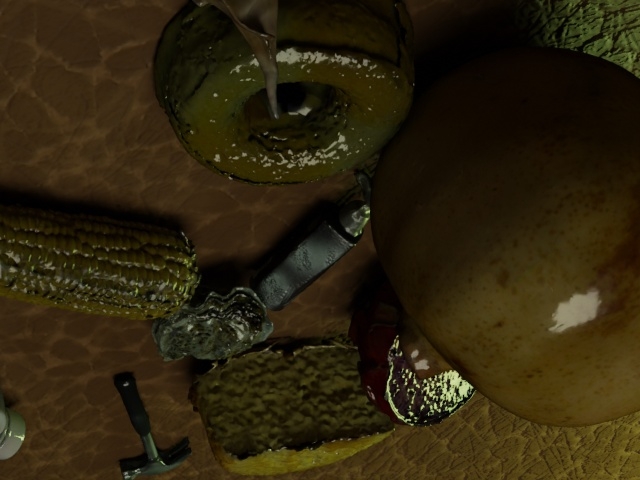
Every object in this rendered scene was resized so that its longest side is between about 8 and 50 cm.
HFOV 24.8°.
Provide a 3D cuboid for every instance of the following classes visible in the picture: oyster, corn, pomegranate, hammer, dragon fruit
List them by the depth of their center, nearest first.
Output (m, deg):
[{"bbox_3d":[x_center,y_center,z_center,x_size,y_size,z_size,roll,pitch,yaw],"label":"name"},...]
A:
[{"bbox_3d":[0.231,0.000,1.515,0.417,0.416,0.416,-12,145,-9],"label":"pomegranate"},{"bbox_3d":[-0.268,0.025,1.572,0.318,0.115,0.115,10,136,-35],"label":"corn"},{"bbox_3d":[-0.139,0.101,1.755,0.177,0.064,0.125,-14,130,26],"label":"oyster"},{"bbox_3d":[0.114,0.111,1.857,0.218,0.148,0.223,-47,136,-12],"label":"dragon fruit"},{"bbox_3d":[-0.236,0.248,1.958,0.103,0.029,0.246,-14,143,-6],"label":"hammer"}]

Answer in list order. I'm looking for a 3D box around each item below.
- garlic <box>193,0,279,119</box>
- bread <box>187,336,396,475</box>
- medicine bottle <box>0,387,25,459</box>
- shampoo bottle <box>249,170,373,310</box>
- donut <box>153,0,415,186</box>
[{"bbox_3d":[-0.122,-0.260,1.183,0.151,0.196,0.338,-12,150,18],"label":"garlic"},{"bbox_3d":[-0.043,0.228,1.911,0.261,0.160,0.147,-10,151,-23],"label":"bread"},{"bbox_3d":[-0.448,0.215,1.778,0.119,0.069,0.183,-34,141,19],"label":"medicine bottle"},{"bbox_3d":[0.000,0.001,1.704,0.063,0.057,0.208,39,119,-16],"label":"shampoo bottle"},{"bbox_3d":[-0.029,-0.149,1.448,0.272,0.107,0.272,-11,143,-8],"label":"donut"}]
